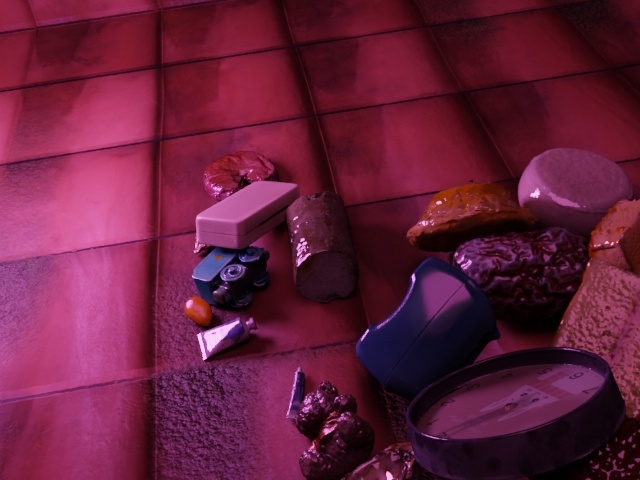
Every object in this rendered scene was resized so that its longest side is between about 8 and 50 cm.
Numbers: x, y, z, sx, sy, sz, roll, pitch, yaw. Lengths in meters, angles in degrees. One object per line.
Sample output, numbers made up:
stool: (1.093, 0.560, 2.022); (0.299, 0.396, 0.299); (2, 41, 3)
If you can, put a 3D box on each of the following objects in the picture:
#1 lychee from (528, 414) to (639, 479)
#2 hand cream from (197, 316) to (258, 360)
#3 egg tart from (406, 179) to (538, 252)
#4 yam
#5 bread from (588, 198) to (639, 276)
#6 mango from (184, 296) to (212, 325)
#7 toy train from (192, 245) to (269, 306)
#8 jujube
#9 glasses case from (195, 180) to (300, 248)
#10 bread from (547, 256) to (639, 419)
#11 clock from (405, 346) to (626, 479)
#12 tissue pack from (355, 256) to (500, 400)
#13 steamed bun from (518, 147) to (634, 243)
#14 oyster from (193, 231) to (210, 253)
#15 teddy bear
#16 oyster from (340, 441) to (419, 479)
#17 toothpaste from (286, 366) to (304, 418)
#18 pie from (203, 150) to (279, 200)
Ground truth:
lychee: (0.498, 0.420, 1.411); (0.267, 0.267, 0.267); (-4, 40, 3)
hand cream: (-0.216, 0.220, 1.923); (0.142, 0.053, 0.084); (-22, 42, -2)
egg tart: (0.359, -0.057, 1.978); (0.319, 0.319, 0.128); (-6, 75, 1)
yam: (0.000, 0.000, 2.064); (0.168, 0.168, 0.304); (-9, 42, -2)
bread: (0.696, 0.066, 1.791); (0.114, 0.275, 0.185); (-13, 25, 50)
mango: (-0.292, 0.173, 1.989); (0.060, 0.046, 0.089); (-27, 57, -20)
toy train: (-0.217, 0.080, 2.044); (0.154, 0.107, 0.198); (12, 43, 32)
jujube: (0.453, 0.076, 1.860); (0.317, 0.226, 0.226); (-3, 40, -2)
glasses case: (-0.182, -0.073, 2.154); (0.144, 0.076, 0.336); (7, 22, 25)
bread: (0.553, 0.256, 1.623); (0.233, 0.245, 0.361); (23, 45, 30)
clock: (0.338, 0.297, 1.466); (0.386, 0.076, 0.386); (-17, 8, 3)
tissue pack: (0.232, 0.198, 1.709); (0.206, 0.198, 0.287); (37, 85, 23)
steamed bun: (0.630, -0.093, 2.061); (0.283, 0.177, 0.283); (3, 40, -2)
oyster: (-0.270, -0.021, 2.212); (0.121, 0.045, 0.146); (-3, 33, 9)
teddy bear: (0.022, 0.375, 1.641); (0.140, 0.177, 0.190); (21, 19, -43)
oyster: (0.071, 0.493, 1.508); (0.166, 0.110, 0.341); (20, 50, 35)
toothpaste: (-0.050, 0.329, 1.785); (0.037, 0.021, 0.140); (-1, 42, 6)
pie: (-0.236, -0.190, 2.401); (0.218, 0.054, 0.204); (-30, 45, -25)
